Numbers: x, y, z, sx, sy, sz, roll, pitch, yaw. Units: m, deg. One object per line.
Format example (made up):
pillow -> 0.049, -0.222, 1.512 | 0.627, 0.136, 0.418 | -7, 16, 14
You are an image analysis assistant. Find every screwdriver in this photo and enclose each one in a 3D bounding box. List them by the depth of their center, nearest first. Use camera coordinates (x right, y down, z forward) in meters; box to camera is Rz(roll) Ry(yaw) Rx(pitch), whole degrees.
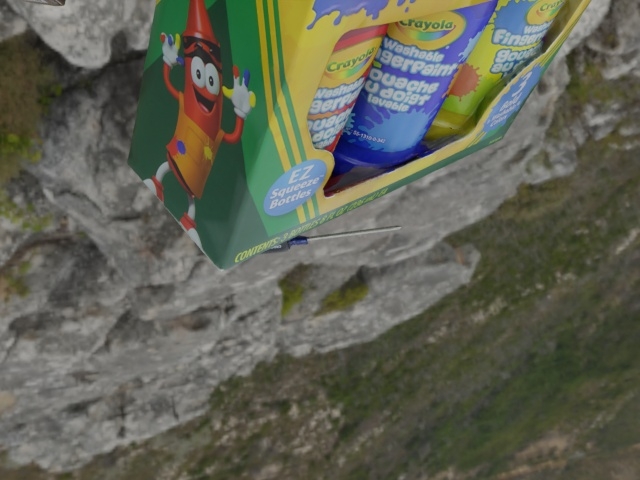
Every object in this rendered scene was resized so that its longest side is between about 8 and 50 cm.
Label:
screwdriver -> 0.000, 0.000, 0.797 | 0.169, 0.025, 0.024 | -2, 177, 11

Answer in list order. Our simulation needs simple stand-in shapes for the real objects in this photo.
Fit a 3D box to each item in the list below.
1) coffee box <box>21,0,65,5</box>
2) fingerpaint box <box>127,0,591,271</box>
coffee box -> -0.269, -0.235, 0.453 | 0.246, 0.141, 0.098 | 11, 179, 13
fingerpaint box -> 0.078, -0.211, 0.691 | 0.444, 0.163, 0.371 | -26, 154, -38
